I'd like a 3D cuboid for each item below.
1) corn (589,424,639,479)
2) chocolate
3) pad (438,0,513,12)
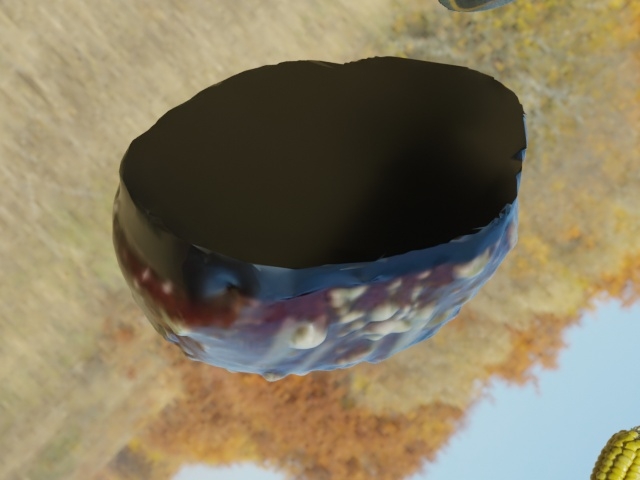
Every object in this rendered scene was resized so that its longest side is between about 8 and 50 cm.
[{"bbox_3d":[0.251,0.259,1.151,0.067,0.067,0.206,145,-32,-78],"label":"corn"},{"bbox_3d":[0.000,0.000,1.064,0.340,0.225,0.210,-14,144,-23],"label":"chocolate"},{"bbox_3d":[0.191,-0.248,0.822,0.315,0.063,0.375,-20,158,14],"label":"pad"}]
